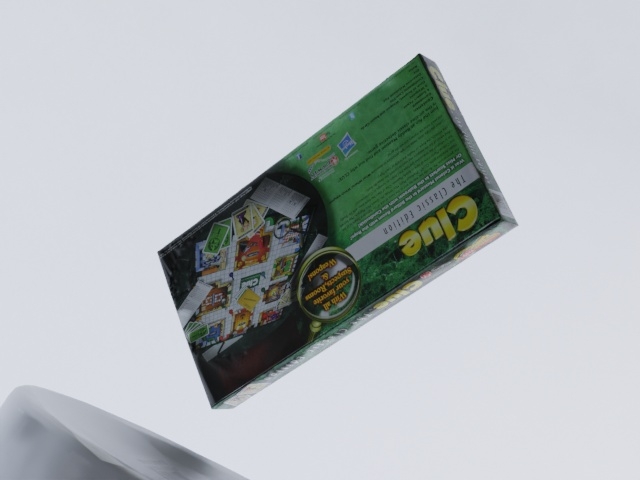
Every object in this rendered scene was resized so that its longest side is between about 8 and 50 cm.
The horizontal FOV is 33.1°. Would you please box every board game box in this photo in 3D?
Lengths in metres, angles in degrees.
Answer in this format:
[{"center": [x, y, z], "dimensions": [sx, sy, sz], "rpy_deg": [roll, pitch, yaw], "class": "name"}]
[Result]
[{"center": [0.000, 0.000, 0.750], "dimensions": [0.030, 0.259, 0.136], "rpy_deg": [17, -135, -52], "class": "board game box"}]

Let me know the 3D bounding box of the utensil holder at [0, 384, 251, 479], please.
[{"center": [-0.095, 0.304, 0.484], "dimensions": [0.327, 0.327, 0.385], "rpy_deg": [29, -99, -3], "class": "utensil holder"}]
